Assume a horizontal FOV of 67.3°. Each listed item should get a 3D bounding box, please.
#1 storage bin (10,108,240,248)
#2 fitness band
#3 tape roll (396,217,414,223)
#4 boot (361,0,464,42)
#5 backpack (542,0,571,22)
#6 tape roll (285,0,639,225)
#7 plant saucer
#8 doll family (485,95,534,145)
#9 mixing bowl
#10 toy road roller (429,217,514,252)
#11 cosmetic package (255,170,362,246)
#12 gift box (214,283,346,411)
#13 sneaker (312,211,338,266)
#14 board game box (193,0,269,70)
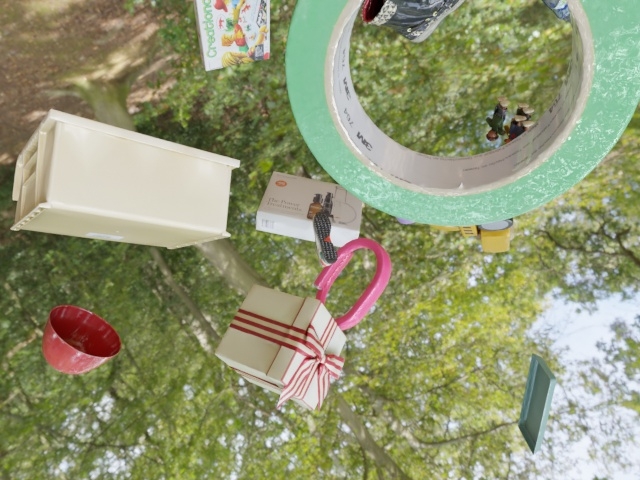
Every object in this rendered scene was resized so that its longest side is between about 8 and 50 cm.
[{"bbox_3d":[-0.309,-0.069,0.747,0.262,0.123,0.260,9,169,-39],"label":"storage bin"},{"bbox_3d":[0.086,0.127,1.425,0.291,0.054,0.209,-55,-138,5],"label":"fitness band"},{"bbox_3d":[0.373,-0.160,1.948,0.189,0.080,0.189,-31,-152,19],"label":"tape roll"},{"bbox_3d":[0.212,-0.530,1.010,0.178,0.085,0.236,-4,153,-37],"label":"boot"},{"bbox_3d":[0.476,-0.483,0.898,0.114,0.084,0.105,124,-36,-44],"label":"backpack"},{"bbox_3d":[0.127,-0.163,0.471,0.321,0.321,0.077,-19,-150,31],"label":"tape roll"},{"bbox_3d":[0.387,0.294,0.860,0.018,0.192,0.067,-7,-150,-2],"label":"plant saucer"},{"bbox_3d":[0.402,-0.202,0.965,0.076,0.111,0.193,-4,-137,-9],"label":"doll family"},{"bbox_3d":[-0.579,0.249,1.135,0.098,0.181,0.181,-52,-161,6],"label":"mixing bowl"},{"bbox_3d":[0.449,-0.100,1.446,0.240,0.329,0.202,-4,-111,22],"label":"toy road roller"},{"bbox_3d":[-0.031,-0.122,1.844,0.377,0.097,0.284,11,-143,0],"label":"cosmetic package"},{"bbox_3d":[-0.089,0.305,1.279,0.258,0.255,0.276,10,-115,31],"label":"gift box"},{"bbox_3d":[0.000,0.000,1.387,0.057,0.161,0.075,-6,163,-28],"label":"sneaker"},{"bbox_3d":[-0.231,-0.601,1.261,0.193,0.053,0.305,-18,153,-16],"label":"board game box"}]
